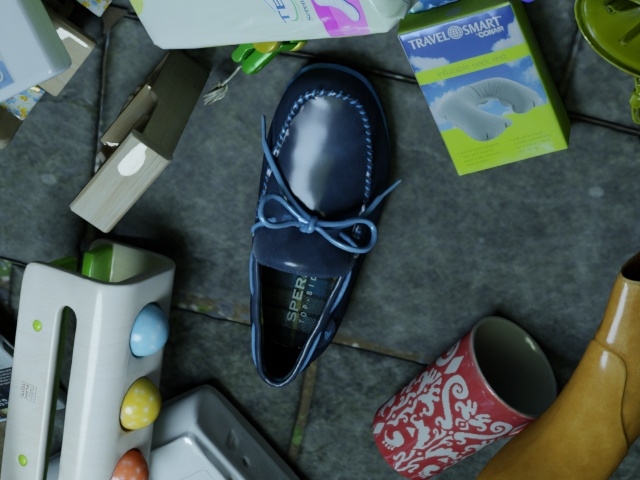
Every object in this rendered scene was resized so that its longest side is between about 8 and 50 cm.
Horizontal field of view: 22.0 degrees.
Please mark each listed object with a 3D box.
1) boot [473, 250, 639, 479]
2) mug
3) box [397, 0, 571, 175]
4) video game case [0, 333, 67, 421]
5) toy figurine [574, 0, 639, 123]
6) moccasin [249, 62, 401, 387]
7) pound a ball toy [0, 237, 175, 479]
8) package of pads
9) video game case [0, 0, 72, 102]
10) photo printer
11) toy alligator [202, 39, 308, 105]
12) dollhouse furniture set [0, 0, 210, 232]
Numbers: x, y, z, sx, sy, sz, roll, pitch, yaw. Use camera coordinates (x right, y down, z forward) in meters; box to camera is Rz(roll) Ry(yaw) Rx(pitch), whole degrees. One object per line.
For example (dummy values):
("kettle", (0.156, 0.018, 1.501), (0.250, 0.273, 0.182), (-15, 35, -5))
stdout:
("boot", (0.258, 0.123, 1.523), (0.104, 0.295, 0.211), (35, 135, 39))
("mug", (0.153, 0.177, 1.665), (0.150, 0.113, 0.169), (39, 128, -14))
("box", (0.144, -0.150, 1.464), (0.109, 0.042, 0.178), (-14, 123, 21))
("video game case", (-0.400, 0.150, 1.792), (0.190, 0.022, 0.173), (-14, 140, 21))
("toy figurine", (0.411, -0.178, 1.333), (0.362, 0.217, 0.191), (28, 163, 49))
("moccasin", (0.000, 0.000, 1.560), (0.138, 0.117, 0.342), (9, 127, 6))
("pound a ball toy", (-0.241, 0.180, 1.620), (0.136, 0.208, 0.319), (16, 108, 23))
("package of pads", (-0.061, -0.269, 1.328), (0.296, 0.101, 0.229), (3, 131, 42))
("video game case", (-0.406, -0.229, 1.451), (0.329, 0.036, 0.300), (-20, 102, 34))
("photo printer", (-0.174, 0.314, 1.840), (0.307, 0.107, 0.256), (-28, 115, 29))
("toy alligator", (-0.046, -0.188, 1.472), (0.190, 0.056, 0.051), (-31, 82, 30))
("dollhouse furniture set", (-0.239, -0.150, 1.474), (0.242, 0.161, 0.212), (35, 126, -14))
